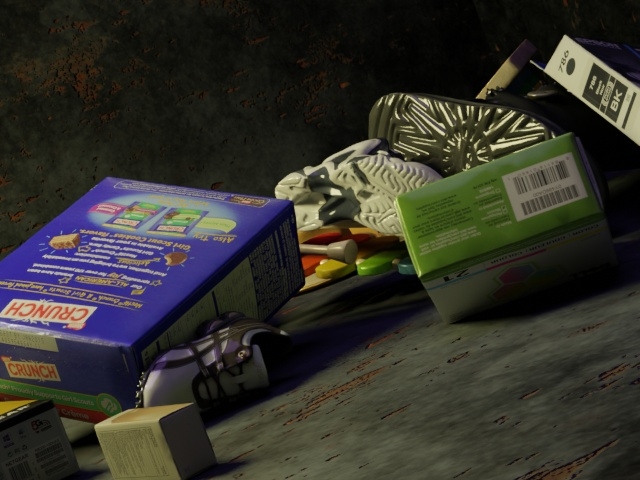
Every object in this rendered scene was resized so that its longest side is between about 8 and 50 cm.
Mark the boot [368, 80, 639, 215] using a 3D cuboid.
[{"bbox_3d":[0.338,-0.109,2.116,0.445,0.146,0.367,-3,24,-41],"label":"boot"}]

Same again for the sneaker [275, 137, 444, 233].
[{"bbox_3d":[0.079,-0.072,1.968,0.235,0.094,0.153,-11,17,44],"label":"sneaker"}]

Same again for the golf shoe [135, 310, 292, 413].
[{"bbox_3d":[-0.105,0.132,1.687,0.094,0.077,0.198,5,33,34],"label":"golf shoe"}]

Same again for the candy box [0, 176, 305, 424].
[{"bbox_3d":[-0.210,0.062,1.851,0.268,0.122,0.317,8,32,31],"label":"candy box"}]

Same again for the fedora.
[{"bbox_3d":[-0.017,0.010,2.414,0.194,0.079,0.194,-21,17,7],"label":"fedora"}]

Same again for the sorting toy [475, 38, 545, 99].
[{"bbox_3d":[0.233,-0.147,2.408,0.255,0.089,0.257,-51,-2,18],"label":"sorting toy"}]

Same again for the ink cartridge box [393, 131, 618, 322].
[{"bbox_3d":[0.201,0.015,1.720,0.189,0.097,0.255,-20,-29,8],"label":"ink cartridge box"}]

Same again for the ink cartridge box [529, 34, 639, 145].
[{"bbox_3d":[0.391,-0.178,2.033,0.165,0.065,0.333,7,20,-22],"label":"ink cartridge box"}]

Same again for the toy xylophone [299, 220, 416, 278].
[{"bbox_3d":[0.021,0.009,2.059,0.322,0.081,0.236,2,17,41],"label":"toy xylophone"}]

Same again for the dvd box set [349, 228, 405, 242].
[{"bbox_3d":[0.000,0.000,2.664,0.420,0.062,0.307,-19,6,15],"label":"dvd box set"}]

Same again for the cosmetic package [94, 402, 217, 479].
[{"bbox_3d":[-0.144,0.177,1.481,0.041,0.060,0.115,-24,8,-37],"label":"cosmetic package"}]

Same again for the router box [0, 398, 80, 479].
[{"bbox_3d":[-0.421,0.249,1.657,0.309,0.081,0.243,-23,6,-30],"label":"router box"}]
